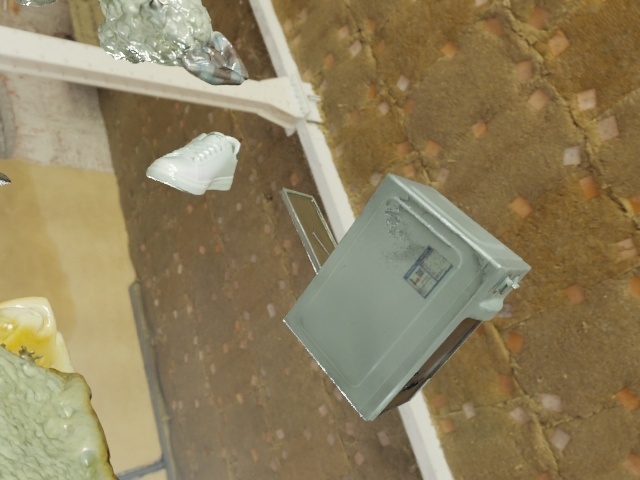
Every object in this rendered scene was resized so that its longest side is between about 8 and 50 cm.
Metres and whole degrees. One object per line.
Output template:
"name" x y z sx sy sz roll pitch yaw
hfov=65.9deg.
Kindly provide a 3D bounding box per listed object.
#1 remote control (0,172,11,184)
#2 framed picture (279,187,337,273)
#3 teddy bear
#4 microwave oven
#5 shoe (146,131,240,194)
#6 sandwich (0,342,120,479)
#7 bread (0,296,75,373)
"remote control" -0.581 -0.107 0.803 0.025 0.063 0.245 67 -13 -5
"framed picture" 0.000 0.000 1.144 0.023 0.189 0.259 -28 -99 17
"teddy bear" -0.363 -0.367 0.808 0.376 0.327 0.361 -19 -71 9
"microwave oven" 0.130 0.083 0.761 0.237 0.181 0.295 46 -67 29
"shoe" -0.219 -0.150 0.892 0.095 0.265 0.110 24 -81 5
"sandwich" -0.231 0.100 0.268 0.226 0.251 0.087 26 -108 46
"bread" -0.351 0.232 0.562 0.121 0.173 0.310 -9 -79 13
